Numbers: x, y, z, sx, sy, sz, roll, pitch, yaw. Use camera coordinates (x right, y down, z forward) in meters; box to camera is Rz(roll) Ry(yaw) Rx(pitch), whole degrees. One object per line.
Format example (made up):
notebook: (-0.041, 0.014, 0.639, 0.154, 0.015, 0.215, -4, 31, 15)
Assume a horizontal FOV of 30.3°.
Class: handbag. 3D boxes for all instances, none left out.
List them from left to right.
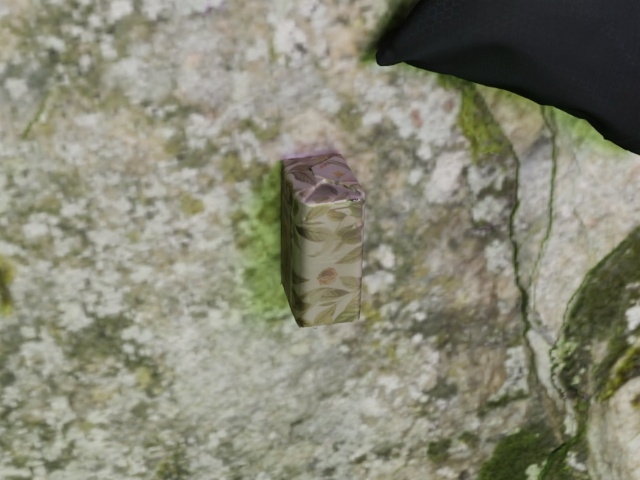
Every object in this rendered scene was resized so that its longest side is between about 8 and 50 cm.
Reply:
handbag: (0.183, -0.158, 0.658, 0.211, 0.088, 0.254, 17, 132, -23)

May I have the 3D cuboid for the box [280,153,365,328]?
box: (0.000, 0.000, 0.733, 0.045, 0.062, 0.098, -7, 125, -11)
